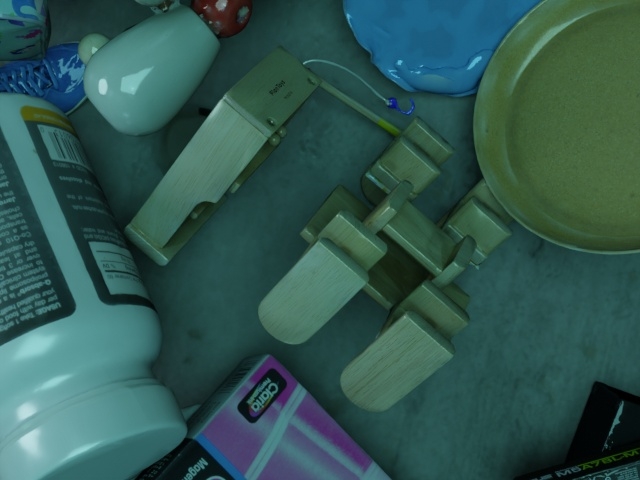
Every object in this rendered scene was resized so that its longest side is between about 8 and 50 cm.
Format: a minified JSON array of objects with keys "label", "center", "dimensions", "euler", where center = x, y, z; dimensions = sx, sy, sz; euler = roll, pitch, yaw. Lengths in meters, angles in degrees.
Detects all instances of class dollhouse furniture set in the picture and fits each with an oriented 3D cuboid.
[{"label":"dollhouse furniture set","center":[0.000,0.000,0.817],"dimensions":[0.242,0.212,0.161],"euler":[41,128,-3]}]

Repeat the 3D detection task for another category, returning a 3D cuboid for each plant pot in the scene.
[{"label":"plant pot","center":[0.236,-0.099,0.823],"dimensions":[0.236,0.032,0.236],"euler":[-9,71,26]}]

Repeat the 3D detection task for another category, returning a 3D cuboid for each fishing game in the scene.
[{"label":"fishing game","center":[0.105,-0.209,0.861],"dimensions":[0.189,0.041,0.264],"euler":[25,105,-27]}]

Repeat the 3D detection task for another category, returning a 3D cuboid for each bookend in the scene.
[{"label":"bookend","center":[0.286,0.222,0.896],"dimensions":[0.157,0.072,0.156],"euler":[19,93,-4]}]

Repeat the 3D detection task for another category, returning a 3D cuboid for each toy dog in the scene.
[{"label":"toy dog","center":[-0.078,-0.247,0.797],"dimensions":[0.161,0.220,0.334],"euler":[35,58,23]}]

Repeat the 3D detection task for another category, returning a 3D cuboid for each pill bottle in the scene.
[{"label":"pill bottle","center":[-0.212,0.043,0.781],"dimensions":[0.162,0.162,0.278],"euler":[-27,71,0]}]

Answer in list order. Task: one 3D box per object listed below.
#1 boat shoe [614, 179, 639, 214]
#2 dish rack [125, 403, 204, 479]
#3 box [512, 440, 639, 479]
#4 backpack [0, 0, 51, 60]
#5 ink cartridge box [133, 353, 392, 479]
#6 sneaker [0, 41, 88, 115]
[{"label":"boat shoe","center":[0.323,-0.099,0.877],"dimensions":[0.258,0.109,0.089],"euler":[-36,88,-16]},{"label":"dish rack","center":[-0.136,0.327,0.844],"dimensions":[0.285,0.072,0.333],"euler":[-25,94,-30]},{"label":"box","center":[0.264,0.254,0.839],"dimensions":[0.191,0.045,0.184],"euler":[-16,99,-2]},{"label":"backpack","center":[-0.287,-0.224,0.732],"dimensions":[0.253,0.225,0.191],"euler":[8,88,-16]},{"label":"ink cartridge box","center":[0.017,0.281,0.846],"dimensions":[0.371,0.069,0.176],"euler":[48,64,-12]},{"label":"sneaker","center":[-0.248,-0.117,0.850],"dimensions":[0.152,0.084,0.058],"euler":[-22,94,-1]}]
